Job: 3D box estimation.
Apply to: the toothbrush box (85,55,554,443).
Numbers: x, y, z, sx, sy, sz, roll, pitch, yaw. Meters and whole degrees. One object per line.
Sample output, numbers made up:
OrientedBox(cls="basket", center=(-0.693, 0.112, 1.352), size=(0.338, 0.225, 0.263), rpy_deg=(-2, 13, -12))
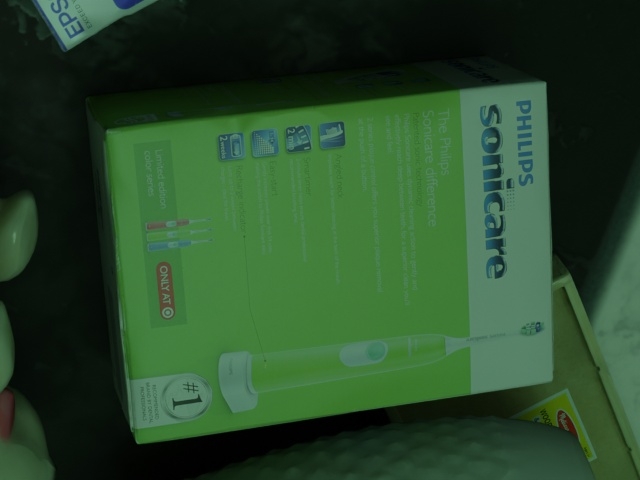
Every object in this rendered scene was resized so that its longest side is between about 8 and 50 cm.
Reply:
OrientedBox(cls="toothbrush box", center=(0.000, 0.000, 1.078), size=(0.283, 0.122, 0.206), rpy_deg=(-8, 107, -11))

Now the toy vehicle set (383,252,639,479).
OrientedBox(cls="toy vehicle set", center=(0.153, 0.156, 1.268), size=(0.166, 0.035, 0.266), rpy_deg=(-26, 120, -2))

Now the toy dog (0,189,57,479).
OrientedBox(cls="toy dog", center=(-0.335, 0.094, 0.963), size=(0.395, 0.284, 0.408), rpy_deg=(-38, 122, 6))

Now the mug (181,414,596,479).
OrientedBox(cls="mug", center=(0.058, 0.282, 1.173), size=(0.328, 0.276, 0.374), rpy_deg=(-20, 151, 4))

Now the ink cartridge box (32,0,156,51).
OrientedBox(cls="ink cartridge box", center=(-0.117, -0.249, 0.980), size=(0.208, 0.045, 0.206), rpy_deg=(-29, 120, -1))
